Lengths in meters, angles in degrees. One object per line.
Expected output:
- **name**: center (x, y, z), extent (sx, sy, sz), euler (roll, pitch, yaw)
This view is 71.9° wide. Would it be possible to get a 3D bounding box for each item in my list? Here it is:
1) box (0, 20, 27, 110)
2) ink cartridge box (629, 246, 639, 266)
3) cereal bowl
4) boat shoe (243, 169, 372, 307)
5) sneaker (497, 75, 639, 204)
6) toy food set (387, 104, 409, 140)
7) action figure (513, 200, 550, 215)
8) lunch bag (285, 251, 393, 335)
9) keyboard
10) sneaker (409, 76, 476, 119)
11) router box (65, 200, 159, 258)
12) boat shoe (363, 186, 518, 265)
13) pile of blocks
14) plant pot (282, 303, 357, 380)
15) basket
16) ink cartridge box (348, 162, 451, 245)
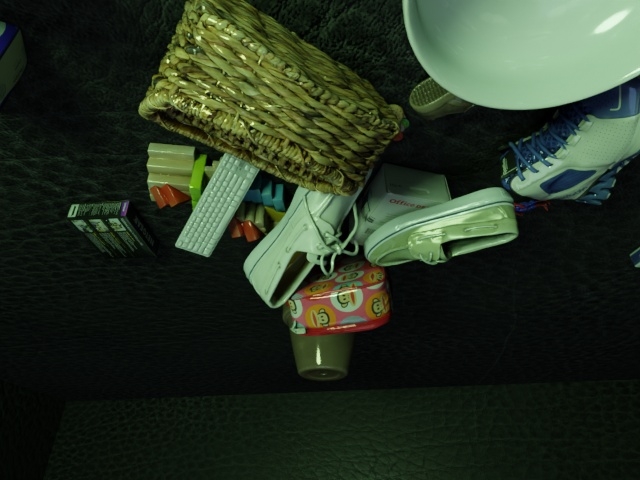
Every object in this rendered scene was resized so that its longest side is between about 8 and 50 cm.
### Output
- **box**: center (-0.494, -0.246, 0.591), extent (0.137, 0.126, 0.072), euler (12, 144, -18)
- **ink cartridge box**: center (0.908, 0.001, 1.036), extent (0.224, 0.045, 0.223), euler (2, 147, -3)
- **cereal bowl**: center (0.252, -0.311, 0.462), extent (0.340, 0.141, 0.338), euler (0, 148, 0)
- **boat shoe**: center (-0.006, 0.000, 0.845), extent (0.367, 0.156, 0.136), euler (-48, 147, 21)
- **sneaker**: center (0.397, -0.150, 0.729), extent (0.183, 0.127, 0.315), euler (-8, 148, 10)
- **toy food set**: center (0.109, -0.197, 0.757), extent (0.084, 0.020, 0.082), euler (-14, 145, 21)
- **action figure**: center (0.428, -0.071, 0.949), extent (0.115, 0.030, 0.038), euler (-5, 152, 12)
- **lunch bag**: center (0.035, 0.115, 1.029), extent (0.259, 0.293, 0.120), euler (-10, 102, 12)
- **keyboard**: center (-0.175, -0.085, 0.806), extent (0.072, 0.014, 0.255), euler (25, 104, -33)
- **sneaker**: center (0.232, -0.238, 0.669), extent (0.189, 0.066, 0.071), euler (-13, 162, 30)
- **router box**: center (-0.473, -0.020, 1.023), extent (0.134, 0.046, 0.178), euler (-2, 148, 3)
- **boat shoe**: center (0.218, -0.005, 0.841), extent (0.303, 0.094, 0.109), euler (-24, 144, 29)
- **pile of blocks**: center (-0.170, -0.071, 0.876), extent (0.363, 0.112, 0.149), euler (18, 144, -27)
- **plant pot**: center (0.006, 0.297, 1.351), extent (0.264, 0.229, 0.263), euler (1, 148, 1)
- **basket**: center (-0.073, -0.154, 0.600), extent (0.299, 0.213, 0.223), euler (22, 122, -31)
- **ink cartridge box**: center (0.157, -0.061, 0.915), extent (0.140, 0.082, 0.190), euler (9, 145, -15)
